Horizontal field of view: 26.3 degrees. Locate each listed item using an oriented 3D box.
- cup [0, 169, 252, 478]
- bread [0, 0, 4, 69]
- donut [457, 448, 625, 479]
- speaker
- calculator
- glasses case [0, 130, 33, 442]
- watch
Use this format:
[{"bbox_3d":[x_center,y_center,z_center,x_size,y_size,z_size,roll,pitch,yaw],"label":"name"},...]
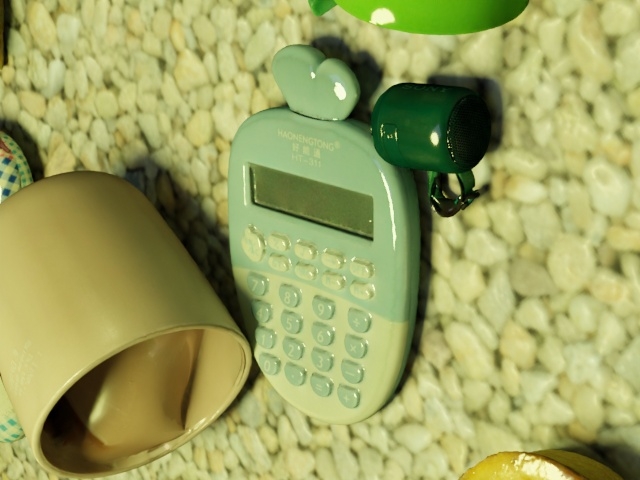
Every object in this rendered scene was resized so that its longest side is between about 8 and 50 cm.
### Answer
[{"bbox_3d":[-0.183,0.079,1.176,0.200,0.191,0.253,55,170,32],"label":"cup"},{"bbox_3d":[-0.347,-0.271,1.296,0.128,0.088,0.232,20,122,49],"label":"bread"},{"bbox_3d":[0.170,0.223,0.933,0.184,0.073,0.166,51,131,20],"label":"donut"},{"bbox_3d":[0.084,-0.066,0.956,0.075,0.060,0.094,12,145,42],"label":"speaker"},{"bbox_3d":[0.000,0.000,1.058,0.188,0.042,0.303,19,115,41],"label":"calculator"},{"bbox_3d":[-0.333,0.046,1.374,0.125,0.076,0.327,16,112,39],"label":"glasses case"},{"bbox_3d":[0.051,-0.184,0.868,0.152,0.165,0.131,53,147,44],"label":"watch"}]
